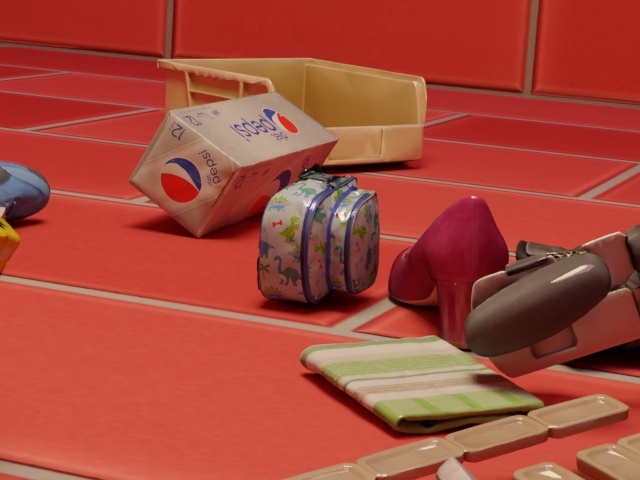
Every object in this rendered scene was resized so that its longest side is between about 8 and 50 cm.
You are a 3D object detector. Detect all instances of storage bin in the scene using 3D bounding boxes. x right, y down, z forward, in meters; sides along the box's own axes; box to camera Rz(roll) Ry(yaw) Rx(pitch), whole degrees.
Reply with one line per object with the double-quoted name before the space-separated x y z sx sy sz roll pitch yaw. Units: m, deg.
"storage bin" -0.037 -0.168 2.155 0.262 0.123 0.260 -5 14 -40

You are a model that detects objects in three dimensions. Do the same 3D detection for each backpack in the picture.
"backpack" 0.000 0.000 1.341 0.084 0.105 0.114 7 17 24

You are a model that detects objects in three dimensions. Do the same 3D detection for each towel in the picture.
"towel" 0.064 0.098 1.087 0.113 0.023 0.152 -3 15 -23

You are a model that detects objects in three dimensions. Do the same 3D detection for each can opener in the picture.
"can opener" 0.233 0.025 1.073 0.283 0.076 0.095 -19 10 11

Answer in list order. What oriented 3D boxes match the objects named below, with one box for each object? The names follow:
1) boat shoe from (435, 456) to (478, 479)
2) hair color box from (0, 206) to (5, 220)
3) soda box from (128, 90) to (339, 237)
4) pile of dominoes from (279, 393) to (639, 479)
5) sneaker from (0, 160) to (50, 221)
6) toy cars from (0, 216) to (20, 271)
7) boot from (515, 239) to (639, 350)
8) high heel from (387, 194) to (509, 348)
"boat shoe" 0.070 0.140 0.735 0.049 0.040 0.142 47 3 -16
"hair color box" -0.309 0.009 1.326 0.093 0.053 0.167 2 10 -6
"soda box" -0.084 -0.085 1.709 0.098 0.091 0.286 37 19 10
"pile of dominoes" 0.124 0.149 0.845 0.251 0.040 0.196 -11 20 -28
"sneaker" -0.332 -0.030 1.536 0.209 0.069 0.082 4 40 -51
"toy cars" -0.340 0.005 1.014 0.393 0.176 0.087 -9 -19 24
"boot" 0.279 0.056 1.200 0.222 0.118 0.338 -5 5 -11
"high heel" 0.101 0.003 1.321 0.082 0.117 0.244 3 11 -1
